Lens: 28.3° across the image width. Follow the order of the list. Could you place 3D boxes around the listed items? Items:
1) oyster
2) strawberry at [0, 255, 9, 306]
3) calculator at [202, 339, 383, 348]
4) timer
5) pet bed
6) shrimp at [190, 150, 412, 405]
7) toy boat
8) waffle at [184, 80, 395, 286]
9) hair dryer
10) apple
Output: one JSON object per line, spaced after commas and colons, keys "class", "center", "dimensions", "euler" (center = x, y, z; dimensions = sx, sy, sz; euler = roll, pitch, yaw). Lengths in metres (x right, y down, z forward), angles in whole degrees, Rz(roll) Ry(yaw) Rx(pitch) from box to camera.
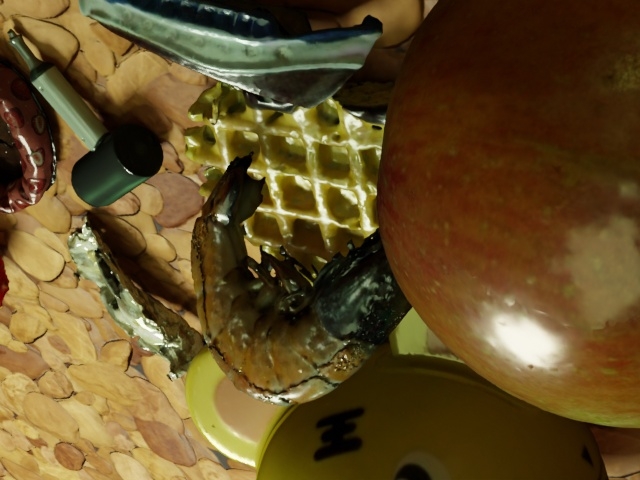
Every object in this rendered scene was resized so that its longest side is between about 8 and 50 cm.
{"class": "oyster", "center": [-0.212, 0.058, 1.412], "dimensions": [0.106, 0.061, 0.200], "euler": [0, 124, 55]}
{"class": "strawberry", "center": [-0.466, 0.076, 1.493], "dimensions": [0.244, 0.205, 0.205], "euler": [-28, 113, 30]}
{"class": "calculator", "center": [-0.030, 0.147, 1.401], "dimensions": [0.166, 0.028, 0.274], "euler": [46, 138, -16]}
{"class": "timer", "center": [0.082, 0.224, 1.177], "dimensions": [0.376, 0.376, 0.387], "euler": [-14, 110, 40]}
{"class": "pet bed", "center": [-0.362, -0.119, 1.326], "dimensions": [0.201, 0.053, 0.201], "euler": [16, 132, 19]}
{"class": "shrimp", "center": [0.000, 0.000, 1.085], "dimensions": [0.290, 0.054, 0.222], "euler": [-39, 69, 21]}
{"class": "toy boat", "center": [-0.076, -0.196, 1.037], "dimensions": [0.262, 0.114, 0.115], "euler": [24, 106, 10]}
{"class": "waffle", "center": [0.031, -0.045, 1.149], "dimensions": [0.312, 0.060, 0.307], "euler": [-22, 119, 44]}
{"class": "hair dryer", "center": [-0.247, -0.127, 1.256], "dimensions": [0.100, 0.057, 0.197], "euler": [-26, 106, 45]}
{"class": "apple", "center": [0.199, -0.052, 0.837], "dimensions": [0.339, 0.339, 0.339], "euler": [17, 138, 17]}
